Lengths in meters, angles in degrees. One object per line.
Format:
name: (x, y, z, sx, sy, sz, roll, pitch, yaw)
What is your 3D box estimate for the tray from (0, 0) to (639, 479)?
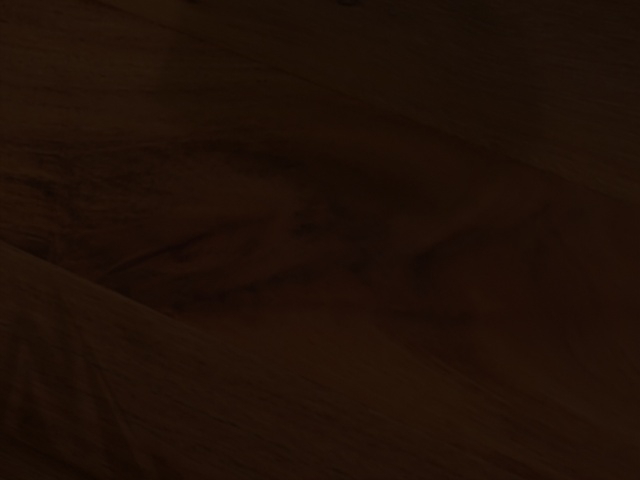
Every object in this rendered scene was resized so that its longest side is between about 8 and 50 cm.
tray: (0.000, 0.000, 0.429, 0.411, 0.076, 0.203, 23, -76, 24)
